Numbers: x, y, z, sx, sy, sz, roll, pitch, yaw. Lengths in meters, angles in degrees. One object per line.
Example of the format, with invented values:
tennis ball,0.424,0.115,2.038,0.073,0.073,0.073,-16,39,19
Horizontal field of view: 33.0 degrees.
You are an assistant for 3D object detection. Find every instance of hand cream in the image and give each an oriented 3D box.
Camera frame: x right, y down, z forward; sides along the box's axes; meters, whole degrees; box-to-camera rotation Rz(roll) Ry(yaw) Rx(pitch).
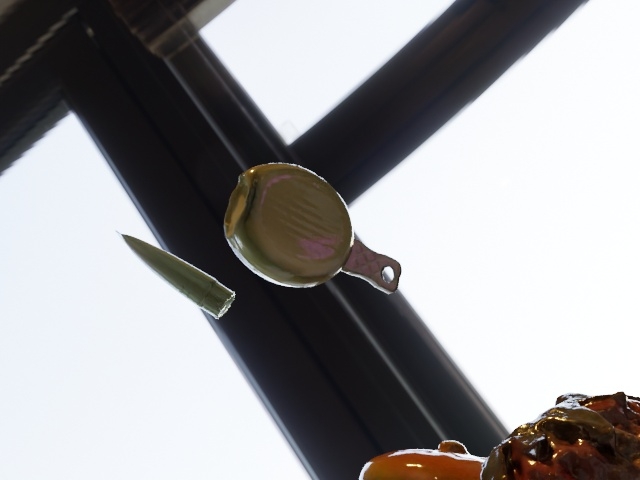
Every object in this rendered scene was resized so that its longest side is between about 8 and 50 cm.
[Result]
hand cream,-0.227,0.047,1.660,0.050,0.204,0.078,-56,-8,-10

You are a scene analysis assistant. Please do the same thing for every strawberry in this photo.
strawberry,0.245,0.291,0.875,0.265,0.149,0.336,-21,-77,-35

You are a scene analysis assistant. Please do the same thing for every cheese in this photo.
cheese,0.000,0.000,1.228,0.227,0.137,0.064,26,-24,-23

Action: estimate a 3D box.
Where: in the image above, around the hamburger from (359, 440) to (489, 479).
hamburger,0.191,0.397,1.305,0.396,0.395,0.278,46,-122,-60
